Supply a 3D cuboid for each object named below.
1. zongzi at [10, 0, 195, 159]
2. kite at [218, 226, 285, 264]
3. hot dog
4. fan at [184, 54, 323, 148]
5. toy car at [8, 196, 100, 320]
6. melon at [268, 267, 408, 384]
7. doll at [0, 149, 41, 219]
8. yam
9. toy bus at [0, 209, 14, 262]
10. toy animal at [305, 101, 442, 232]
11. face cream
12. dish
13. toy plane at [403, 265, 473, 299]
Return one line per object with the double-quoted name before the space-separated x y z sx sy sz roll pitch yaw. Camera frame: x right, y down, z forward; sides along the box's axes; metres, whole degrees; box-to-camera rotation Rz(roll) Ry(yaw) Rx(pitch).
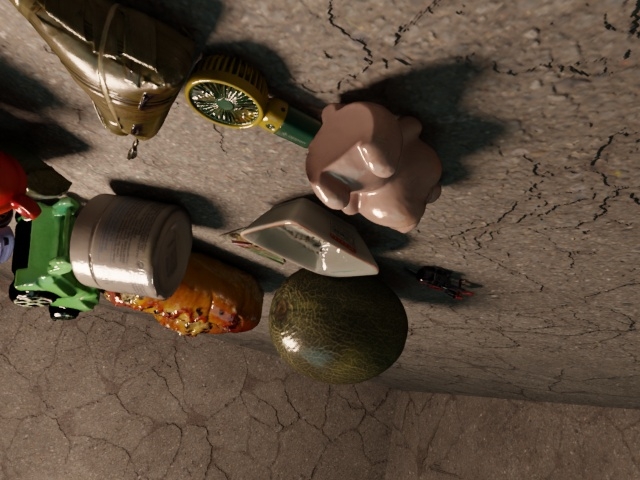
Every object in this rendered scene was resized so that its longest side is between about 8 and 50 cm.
"zongzi" -0.231 -0.170 0.466 0.177 0.082 0.189 22 156 -24
"kite" -0.092 0.014 0.978 0.249 0.012 0.229 9 161 7
"hot dog" -0.332 0.138 1.211 0.365 0.196 0.367 22 161 -31
"fan" -0.063 -0.140 0.507 0.154 0.039 0.082 22 158 -26
"toy car" -0.573 0.045 1.085 0.176 0.214 0.359 -7 159 -4
"melon" 0.042 0.171 0.978 0.301 0.238 0.237 19 160 -34
"doll" -0.509 -0.142 0.580 0.363 0.160 0.182 42 151 -24
"yam" -0.504 -0.109 0.774 0.258 0.106 0.106 -1 156 34
"toy bus" -0.586 -0.075 0.695 0.292 0.133 0.125 51 135 -4
"toy animal" 0.086 -0.064 0.517 0.124 0.125 0.212 -7 158 43
"face cream" -0.335 0.011 0.876 0.152 0.178 0.177 11 160 6
"dish" 0.000 0.000 0.802 0.234 0.064 0.154 30 154 -35
"toy plane" 0.232 0.082 0.917 0.145 0.037 0.060 20 163 -15
